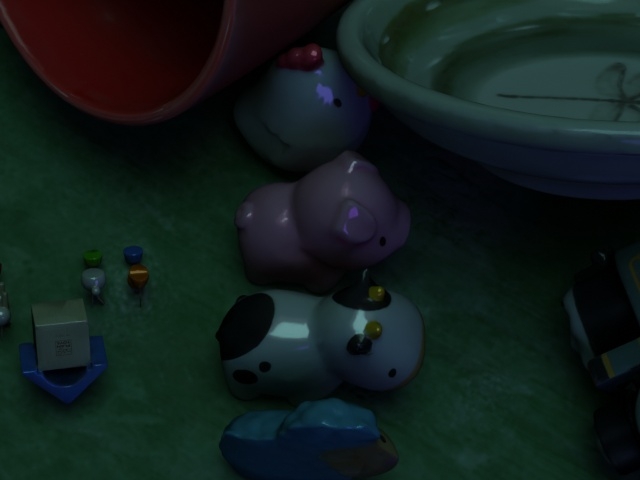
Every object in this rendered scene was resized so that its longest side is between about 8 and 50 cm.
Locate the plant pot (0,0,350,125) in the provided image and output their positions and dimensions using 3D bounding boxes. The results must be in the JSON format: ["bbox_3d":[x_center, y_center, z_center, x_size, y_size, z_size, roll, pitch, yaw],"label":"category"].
[{"bbox_3d":[-0.086,-0.247,1.481,0.275,0.275,0.243,45,43,18],"label":"plant pot"}]

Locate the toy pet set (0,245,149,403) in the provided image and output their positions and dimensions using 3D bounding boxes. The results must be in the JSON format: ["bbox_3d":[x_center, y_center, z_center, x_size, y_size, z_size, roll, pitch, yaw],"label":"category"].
[{"bbox_3d":[-0.184,0.063,1.447,0.122,0.065,0.114,-6,28,-10],"label":"toy pet set"}]

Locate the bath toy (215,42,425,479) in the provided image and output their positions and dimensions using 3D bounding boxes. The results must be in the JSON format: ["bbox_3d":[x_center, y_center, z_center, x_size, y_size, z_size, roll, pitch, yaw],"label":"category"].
[{"bbox_3d":[0.000,0.000,1.441,0.151,0.129,0.348,1,61,-3],"label":"bath toy"}]

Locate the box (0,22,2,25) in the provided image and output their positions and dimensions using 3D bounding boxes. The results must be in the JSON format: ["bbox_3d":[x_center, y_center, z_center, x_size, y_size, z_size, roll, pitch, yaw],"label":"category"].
[{"bbox_3d":[-0.247,-0.260,1.609,0.190,0.045,0.184,5,64,-2],"label":"box"}]

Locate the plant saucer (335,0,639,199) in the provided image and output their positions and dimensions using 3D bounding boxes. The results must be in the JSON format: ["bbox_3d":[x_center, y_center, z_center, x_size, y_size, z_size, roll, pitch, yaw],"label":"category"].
[{"bbox_3d":[0.211,-0.117,1.464,0.400,0.101,0.400,0,26,0],"label":"plant saucer"}]

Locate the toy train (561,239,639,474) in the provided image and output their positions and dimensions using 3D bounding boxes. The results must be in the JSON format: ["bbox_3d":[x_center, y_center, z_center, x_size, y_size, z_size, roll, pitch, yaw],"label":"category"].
[{"bbox_3d":[0.332,0.042,1.386,0.334,0.142,0.190,-26,66,18],"label":"toy train"}]
